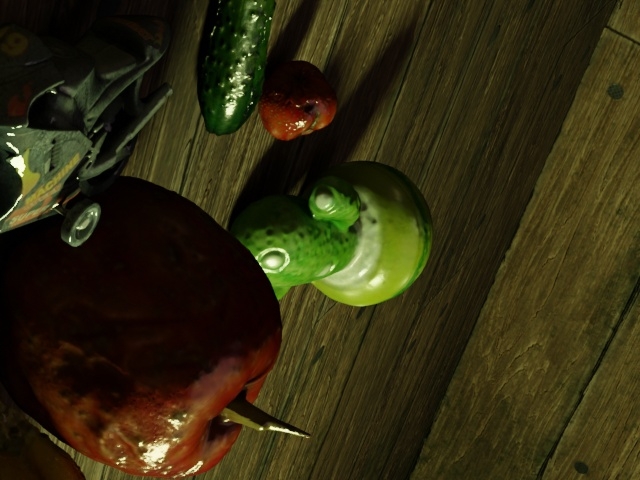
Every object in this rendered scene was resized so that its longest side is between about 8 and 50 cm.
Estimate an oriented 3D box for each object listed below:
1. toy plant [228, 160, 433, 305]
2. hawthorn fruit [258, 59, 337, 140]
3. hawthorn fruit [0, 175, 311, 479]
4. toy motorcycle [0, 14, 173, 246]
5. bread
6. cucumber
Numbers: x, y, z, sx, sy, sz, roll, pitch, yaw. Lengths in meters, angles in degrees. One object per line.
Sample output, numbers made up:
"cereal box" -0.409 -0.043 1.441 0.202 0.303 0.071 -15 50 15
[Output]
"toy plant" 0.000 0.000 2.054 0.224 0.184 0.316 -46 163 29
"hawthorn fruit" -0.027 -0.146 1.813 0.093 0.093 0.093 -54 165 -22
"hawthorn fruit" -0.161 0.079 1.477 0.258 0.262 0.258 -16 144 -12
"toy motorcycle" -0.212 -0.087 1.253 0.307 0.108 0.173 -31 145 -61
"bread" -0.279 0.263 1.591 0.109 0.185 0.380 -20 155 -17
"cucumber" -0.077 -0.192 1.584 0.069 0.069 0.227 -45 157 -45
